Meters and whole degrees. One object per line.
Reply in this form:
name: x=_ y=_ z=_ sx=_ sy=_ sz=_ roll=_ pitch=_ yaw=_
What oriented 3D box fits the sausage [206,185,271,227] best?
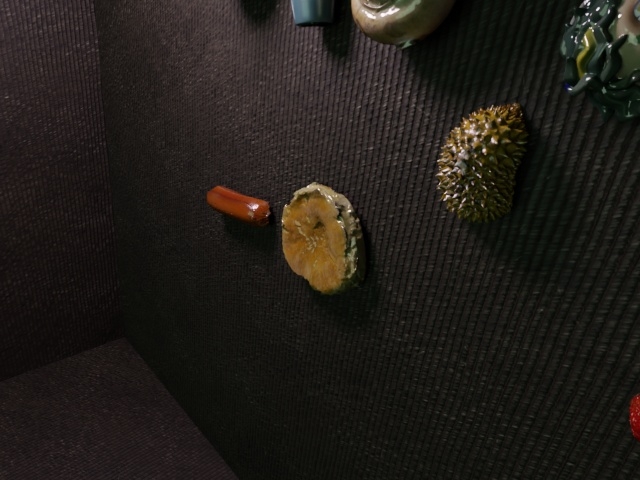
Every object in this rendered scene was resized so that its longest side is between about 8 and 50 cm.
sausage: x=-0.296 y=-0.121 z=1.546 sx=0.330 sy=0.102 sz=0.102 roll=21 pitch=117 yaw=41

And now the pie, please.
pie: x=0.000 y=0.000 z=1.273 sx=0.339 sy=0.083 sz=0.340 roll=21 pitch=120 yaw=42

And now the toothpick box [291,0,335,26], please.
toothpick box: x=-0.020 y=-0.619 z=1.065 sx=0.120 sy=0.120 sz=0.184 roll=18 pitch=119 yaw=43

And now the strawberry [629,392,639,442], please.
strawberry: x=0.582 y=0.310 z=0.747 sx=0.106 sy=0.106 sz=0.106 roll=18 pitch=115 yaw=43

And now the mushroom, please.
mushroom: x=0.160 y=-0.508 z=0.864 sx=0.254 sy=0.184 sz=0.255 roll=3 pitch=94 yaw=37

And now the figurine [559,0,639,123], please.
figurine: x=0.492 y=-0.329 z=0.564 sx=0.261 sy=0.186 sz=0.382 roll=49 pitch=128 yaw=10

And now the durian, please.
durian: x=0.302 y=-0.141 z=0.871 sx=0.183 sy=0.138 sz=0.250 roll=19 pitch=122 yaw=33
